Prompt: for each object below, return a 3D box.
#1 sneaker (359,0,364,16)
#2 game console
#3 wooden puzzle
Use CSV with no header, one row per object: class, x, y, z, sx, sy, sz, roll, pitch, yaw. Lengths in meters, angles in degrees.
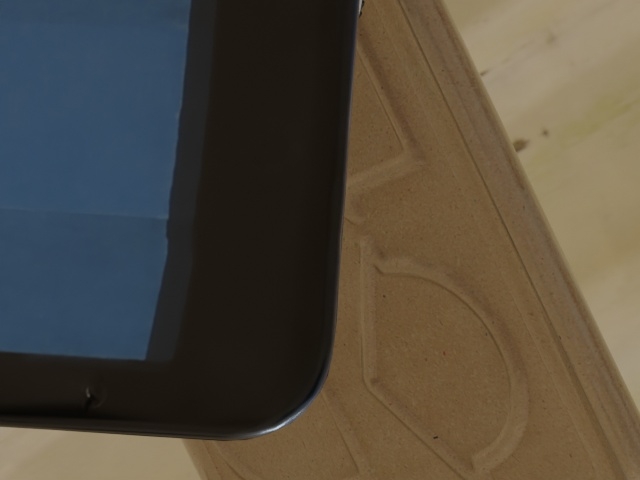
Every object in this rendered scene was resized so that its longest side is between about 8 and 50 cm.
sneaker,-0.033,-0.117,0.595,0.075,0.057,0.161,-47,-32,-22
game console,-0.137,-0.100,0.400,0.293,0.250,0.173,2,-137,5
wooden puzzle,0.000,0.000,0.813,0.080,0.348,0.322,-28,-85,-39
